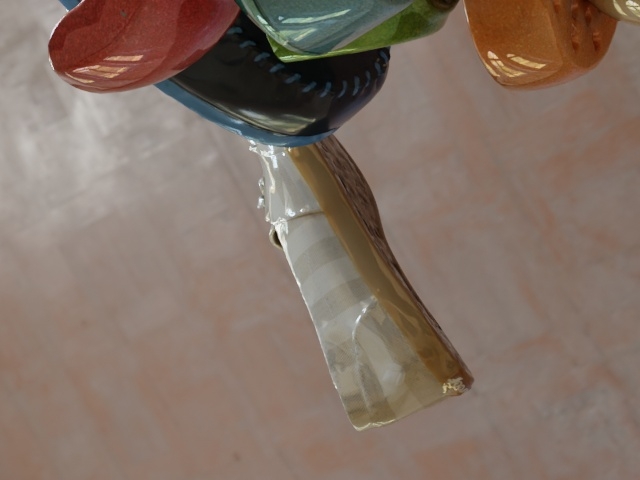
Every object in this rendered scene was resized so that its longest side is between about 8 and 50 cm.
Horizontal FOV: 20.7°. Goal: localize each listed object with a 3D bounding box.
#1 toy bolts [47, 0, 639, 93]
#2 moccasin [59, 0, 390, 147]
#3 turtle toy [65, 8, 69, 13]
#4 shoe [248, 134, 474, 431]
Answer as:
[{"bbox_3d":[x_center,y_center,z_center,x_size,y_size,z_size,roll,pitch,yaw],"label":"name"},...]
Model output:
[{"bbox_3d":[0.030,-0.139,0.547,0.158,0.228,0.218,0,107,30],"label":"toy bolts"},{"bbox_3d":[-0.085,-0.191,0.707,0.342,0.138,0.117,50,133,-1],"label":"moccasin"},{"bbox_3d":[-0.125,-0.184,0.952,0.066,0.130,0.095,-19,137,28],"label":"turtle toy"},{"bbox_3d":[0.000,0.000,0.858,0.076,0.058,0.219,40,-163,-52],"label":"shoe"}]
